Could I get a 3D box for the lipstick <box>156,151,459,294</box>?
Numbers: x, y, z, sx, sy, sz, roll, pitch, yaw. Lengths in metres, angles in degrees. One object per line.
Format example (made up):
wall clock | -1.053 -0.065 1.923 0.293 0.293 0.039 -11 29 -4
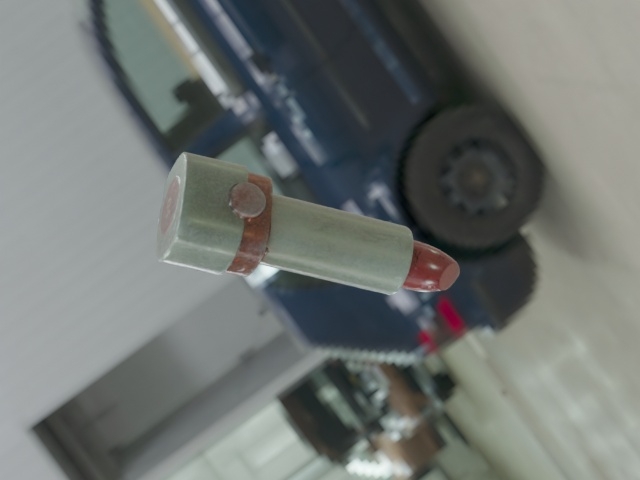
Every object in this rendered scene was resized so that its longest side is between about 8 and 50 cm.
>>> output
lipstick | 0.000 -0.001 1.140 0.057 0.186 0.063 130 148 -56
